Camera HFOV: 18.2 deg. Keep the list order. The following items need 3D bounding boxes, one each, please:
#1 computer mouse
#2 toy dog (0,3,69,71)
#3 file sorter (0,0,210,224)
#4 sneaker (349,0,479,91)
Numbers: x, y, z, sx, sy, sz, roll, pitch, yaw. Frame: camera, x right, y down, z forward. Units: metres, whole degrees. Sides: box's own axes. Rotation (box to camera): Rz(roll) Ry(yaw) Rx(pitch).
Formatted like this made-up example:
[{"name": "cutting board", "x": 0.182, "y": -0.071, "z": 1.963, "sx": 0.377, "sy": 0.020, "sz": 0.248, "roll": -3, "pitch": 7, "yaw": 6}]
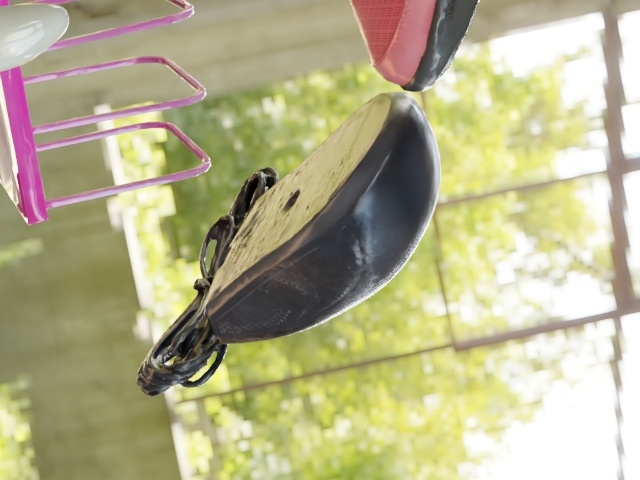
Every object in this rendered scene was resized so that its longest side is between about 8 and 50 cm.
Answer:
[{"name": "computer mouse", "x": 0.000, "y": 0.000, "z": 1.214, "sx": 0.272, "sy": 0.072, "sz": 0.188, "roll": -35, "pitch": -158, "yaw": 54}, {"name": "toy dog", "x": -0.144, "y": -0.317, "z": 0.919, "sx": 0.395, "sy": 0.408, "sz": 0.284, "roll": 61, "pitch": 5, "yaw": 22}, {"name": "file sorter", "x": -0.214, "y": -0.195, "z": 1.753, "sx": 0.202, "sy": 0.182, "sz": 0.291, "roll": -139, "pitch": -142, "yaw": -65}, {"name": "sneaker", "x": 0.001, "y": -0.221, "z": 1.090, "sx": 0.116, "sy": 0.136, "sz": 0.314, "roll": 126, "pitch": -43, "yaw": -62}]
